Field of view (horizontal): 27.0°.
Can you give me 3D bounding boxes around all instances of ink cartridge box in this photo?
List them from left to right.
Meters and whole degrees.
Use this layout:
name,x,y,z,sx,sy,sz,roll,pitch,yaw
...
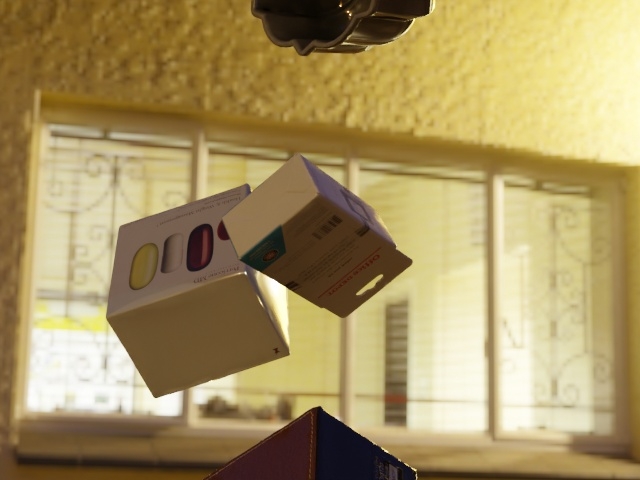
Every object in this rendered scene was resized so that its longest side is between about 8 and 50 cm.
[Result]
name,x,y,z,sx,sy,sz,roll,pitch,yaw
ink cartridge box,0.000,0.000,1.321,0.104,0.060,0.180,-39,-39,14

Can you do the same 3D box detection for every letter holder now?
name,x,y,z,sx,sy,sz,roll,pitch,yaw
letter holder,-0.029,0.355,1.290,0.214,0.302,0.152,-35,-57,30

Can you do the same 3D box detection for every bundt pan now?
name,x,y,z,sx,sy,sz,roll,pitch,yaw
bundt pan,0.050,-0.369,1.548,0.124,0.330,0.331,6,-11,-37

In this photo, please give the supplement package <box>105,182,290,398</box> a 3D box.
name,x,y,z,sx,sy,sz,roll,pitch,yaw
supplement package,-0.156,0.063,1.737,0.194,0.203,0.149,-19,-56,10
